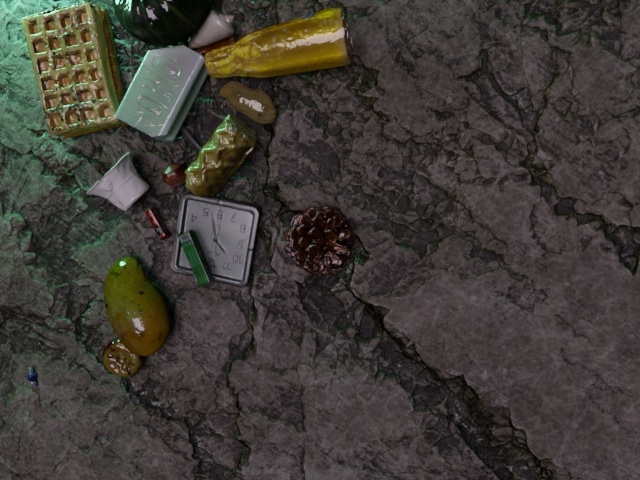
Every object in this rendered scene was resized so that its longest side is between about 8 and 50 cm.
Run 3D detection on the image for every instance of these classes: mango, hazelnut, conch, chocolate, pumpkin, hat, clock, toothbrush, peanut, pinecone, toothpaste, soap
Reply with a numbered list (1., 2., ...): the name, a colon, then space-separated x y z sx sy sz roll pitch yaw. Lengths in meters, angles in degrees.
1. mango: -0.618 0.222 1.521 0.176 0.175 0.330 -32 94 -34
2. hazelnut: -0.471 -0.210 1.483 0.086 0.086 0.087 1 98 8
3. conch: -0.326 -0.621 1.394 0.176 0.104 0.094 -41 64 15
4. chocolate: -0.126 -0.557 1.339 0.444 0.162 0.162 -7 97 10
5. pumpkin: -0.458 -0.715 1.334 0.299 0.207 0.301 -3 83 26
6. hat: -0.634 -0.177 1.473 0.203 0.203 0.126 -41 113 11
7. clock: -0.342 -0.005 1.504 0.273 0.049 0.279 12 100 7
8. toothbrush: -0.455 -0.374 1.479 0.030 0.030 0.297 -43 89 18
9. peanut: -0.218 -0.429 1.409 0.194 0.083 0.093 33 101 3
10. pinecone: 0.000 0.000 1.380 0.221 0.221 0.222 1 98 8
11. toothpaste: -0.404 0.057 1.478 0.043 0.037 0.179 -21 94 7
12. soap: -0.482 -0.462 1.414 0.172 0.095 0.290 29 92 1

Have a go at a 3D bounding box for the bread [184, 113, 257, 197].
1. bread: -0.312 -0.247 1.413 0.268 0.152 0.130 -48 69 14

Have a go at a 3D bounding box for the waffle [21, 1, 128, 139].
1. waffle: -0.766 -0.533 1.460 0.260 0.114 0.377 -10 97 7

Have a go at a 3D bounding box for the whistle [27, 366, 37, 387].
1. whistle: -1.065 0.506 1.689 0.033 0.029 0.084 7 106 23

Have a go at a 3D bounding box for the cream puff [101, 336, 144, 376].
1. cream puff: -0.678 0.401 1.591 0.148 0.084 0.149 1 102 6

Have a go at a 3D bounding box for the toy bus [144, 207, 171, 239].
1. toy bus: -0.543 -0.055 1.527 0.031 0.043 0.110 -28 93 10
